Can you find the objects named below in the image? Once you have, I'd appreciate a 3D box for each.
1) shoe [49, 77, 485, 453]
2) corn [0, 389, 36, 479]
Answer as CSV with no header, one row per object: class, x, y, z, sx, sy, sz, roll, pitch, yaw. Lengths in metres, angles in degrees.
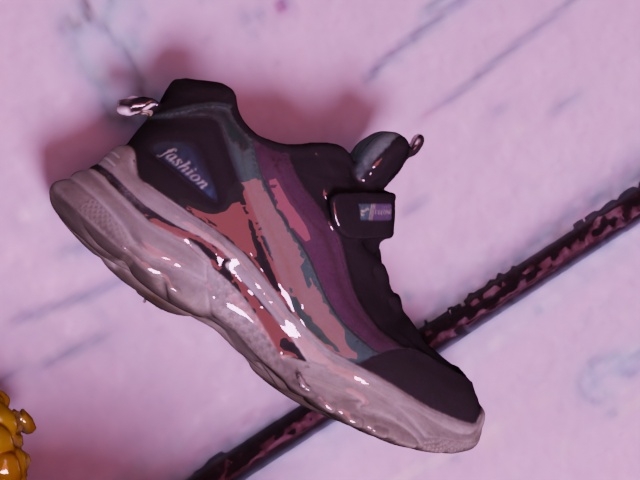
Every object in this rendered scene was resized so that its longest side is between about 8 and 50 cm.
shoe,0.000,0.000,0.623,0.169,0.071,0.099,35,80,-15
corn,-0.184,0.090,0.565,0.207,0.068,0.068,-11,98,-21
